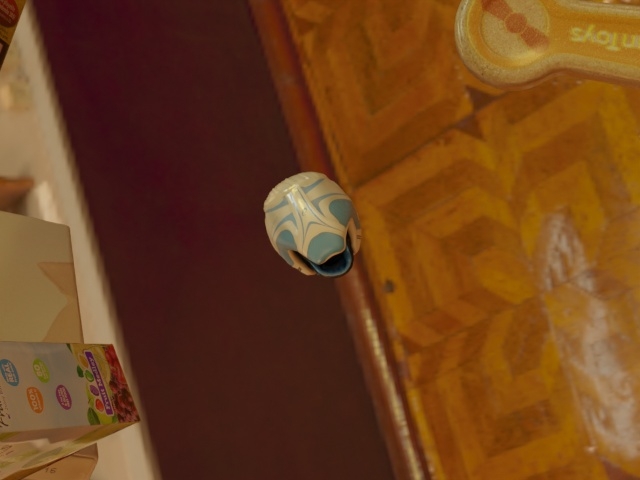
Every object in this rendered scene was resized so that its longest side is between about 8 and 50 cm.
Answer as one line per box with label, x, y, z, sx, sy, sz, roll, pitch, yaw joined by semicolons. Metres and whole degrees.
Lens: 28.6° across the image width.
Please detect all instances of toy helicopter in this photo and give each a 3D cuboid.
toy helicopter;0.263;-0.106;0.845;0.354;0.140;0.235;9;95;8

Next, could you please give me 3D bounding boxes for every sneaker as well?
sneaker;0.000;0.000;1.136;0.085;0.237;0.086;-23;80;4

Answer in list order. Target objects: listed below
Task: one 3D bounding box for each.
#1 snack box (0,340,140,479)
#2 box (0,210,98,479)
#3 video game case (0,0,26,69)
snack box;-0.250;0.131;0.840;0.174;0.207;0.070;-28;74;18
box;-0.296;0.121;1.157;0.148;0.121;0.311;-60;31;33
video game case;-0.310;-0.221;0.986;0.035;0.275;0.248;17;83;15
